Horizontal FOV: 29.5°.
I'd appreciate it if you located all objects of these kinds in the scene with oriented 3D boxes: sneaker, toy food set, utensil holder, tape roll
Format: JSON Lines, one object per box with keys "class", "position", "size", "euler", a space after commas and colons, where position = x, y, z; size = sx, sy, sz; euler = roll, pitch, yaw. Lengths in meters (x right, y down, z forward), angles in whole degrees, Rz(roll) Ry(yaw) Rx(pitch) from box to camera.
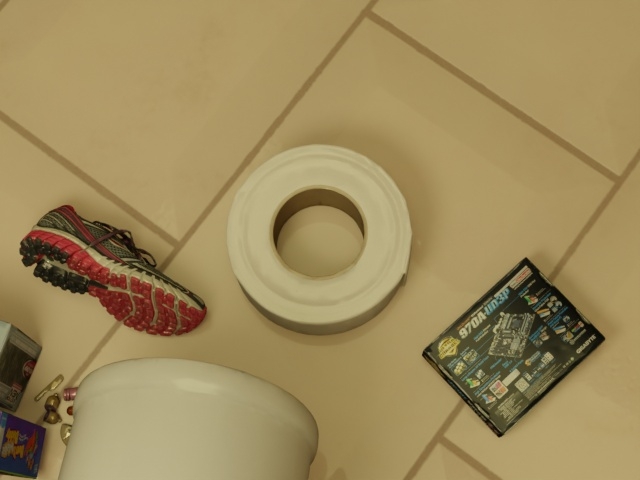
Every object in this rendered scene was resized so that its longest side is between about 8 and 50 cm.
{"class": "sneaker", "position": [-0.305, 0.040, 1.863], "size": [0.299, 0.121, 0.112], "euler": [29, 47, 1]}
{"class": "toy food set", "position": [-0.378, 0.264, 1.850], "size": [0.078, 0.019, 0.122], "euler": [-44, 78, -9]}
{"class": "utensil holder", "position": [-0.184, 0.390, 1.505], "size": [0.327, 0.328, 0.385], "euler": [6, 57, 3]}
{"class": "tape roll", "position": [0.000, 0.000, 1.869], "size": [0.286, 0.100, 0.286], "euler": [0, 75, 1]}

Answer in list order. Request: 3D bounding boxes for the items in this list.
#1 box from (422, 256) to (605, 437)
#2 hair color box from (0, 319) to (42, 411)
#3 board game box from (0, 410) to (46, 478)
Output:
{"class": "box", "position": [0.292, 0.161, 1.842], "size": [0.220, 0.051, 0.175], "euler": [-42, 78, -9]}
{"class": "hair color box", "position": [-0.625, 0.133, 1.806], "size": [0.374, 0.185, 0.114], "euler": [18, 76, 6]}
{"class": "board game box", "position": [-0.587, 0.267, 1.701], "size": [0.347, 0.233, 0.078], "euler": [7, 76, 4]}
